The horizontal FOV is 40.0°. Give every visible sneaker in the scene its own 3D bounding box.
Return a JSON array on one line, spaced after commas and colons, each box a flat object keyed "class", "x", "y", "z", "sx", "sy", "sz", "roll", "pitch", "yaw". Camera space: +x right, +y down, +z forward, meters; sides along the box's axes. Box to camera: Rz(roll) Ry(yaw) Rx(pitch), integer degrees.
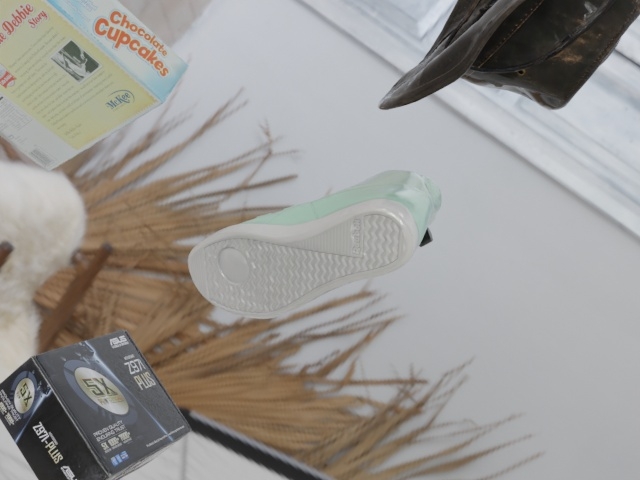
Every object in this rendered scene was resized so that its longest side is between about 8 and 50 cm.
[{"class": "sneaker", "x": 0.001, "y": 0.000, "z": 0.871, "sx": 0.256, "sy": 0.094, "sz": 0.151, "roll": -13, "pitch": -167, "yaw": 29}]

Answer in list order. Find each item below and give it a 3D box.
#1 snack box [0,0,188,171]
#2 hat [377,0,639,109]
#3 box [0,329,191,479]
[{"class": "snack box", "x": -0.302, "y": -0.187, "z": 0.963, "sx": 0.322, "sy": 0.187, "sz": 0.060, "roll": -14, "pitch": -138, "yaw": 51}, {"class": "hat", "x": 0.208, "y": -0.201, "z": 0.811, "sx": 0.331, "sy": 0.134, "sz": 0.331, "roll": -49, "pitch": -170, "yaw": 12}, {"class": "box", "x": -0.246, "y": 0.190, "z": 0.964, "sx": 0.077, "sy": 0.147, "sz": 0.180, "roll": -39, "pitch": 170, "yaw": 17}]
